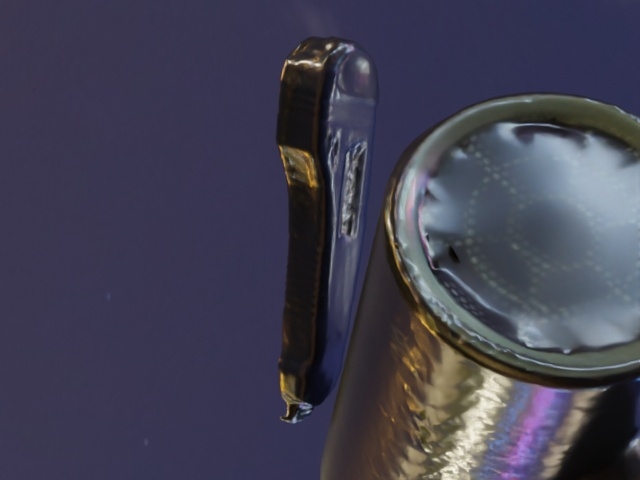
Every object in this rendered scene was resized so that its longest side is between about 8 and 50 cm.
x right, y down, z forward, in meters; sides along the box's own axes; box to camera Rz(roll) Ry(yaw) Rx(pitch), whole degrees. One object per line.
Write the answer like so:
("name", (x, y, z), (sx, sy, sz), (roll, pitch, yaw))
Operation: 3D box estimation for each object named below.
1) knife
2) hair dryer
("knife", (0.000, 0.000, 0.459), (0.018, 0.031, 0.121), (17, -67, 32))
("hair dryer", (0.094, 0.107, 0.397), (0.078, 0.248, 0.195), (-32, -24, -23))
